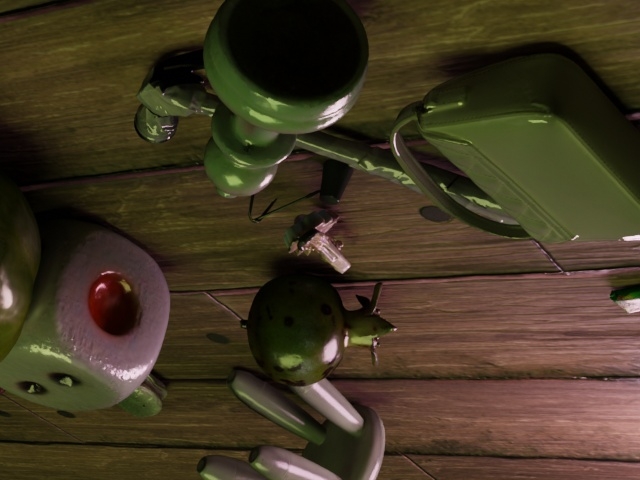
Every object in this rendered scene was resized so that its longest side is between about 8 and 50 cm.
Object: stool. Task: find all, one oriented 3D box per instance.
[{"bbox_3d":[-0.040,0.294,2.107,0.198,0.195,0.195,30,152,-24],"label":"stool"}]

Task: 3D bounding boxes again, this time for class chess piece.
[{"bbox_3d":[-0.056,-0.107,1.312,0.139,0.139,0.272,18,149,-7],"label":"chess piece"}]

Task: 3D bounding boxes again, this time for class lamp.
[{"bbox_3d":[-0.022,-0.048,1.542,0.121,0.054,0.041,-8,147,39],"label":"lamp"}]

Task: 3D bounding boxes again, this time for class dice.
[{"bbox_3d":[-0.318,0.094,1.836,0.191,0.193,0.194,-14,143,39],"label":"dice"}]

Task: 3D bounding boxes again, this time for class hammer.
[{"bbox_3d":[0.024,-0.086,1.458,0.426,0.044,0.152,19,154,-11],"label":"hammer"}]

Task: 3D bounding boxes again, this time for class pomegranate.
[{"bbox_3d":[-0.009,0.103,1.779,0.169,0.149,0.148,-11,161,-16],"label":"pomegranate"}]

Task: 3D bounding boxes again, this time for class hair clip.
[{"bbox_3d":[-0.004,-0.005,1.573,0.056,0.062,0.214,50,-177,15],"label":"hair clip"}]

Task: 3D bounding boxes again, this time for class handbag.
[{"bbox_3d":[0.182,-0.072,1.345,0.219,0.079,0.256,-8,147,38],"label":"handbag"}]

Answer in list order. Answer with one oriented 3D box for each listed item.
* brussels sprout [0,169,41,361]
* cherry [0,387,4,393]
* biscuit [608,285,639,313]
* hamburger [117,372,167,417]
[{"bbox_3d":[-0.480,0.019,1.676,0.289,0.282,0.354,16,157,-19],"label":"brussels sprout"},{"bbox_3d":[-0.565,0.164,2.091,0.203,0.230,0.300,20,152,53],"label":"cherry"},{"bbox_3d":[0.359,0.063,1.605,0.046,0.016,0.089,32,150,-33],"label":"biscuit"},{"bbox_3d":[-0.289,0.229,2.281,0.121,0.054,0.084,39,149,-28],"label":"hamburger"}]
